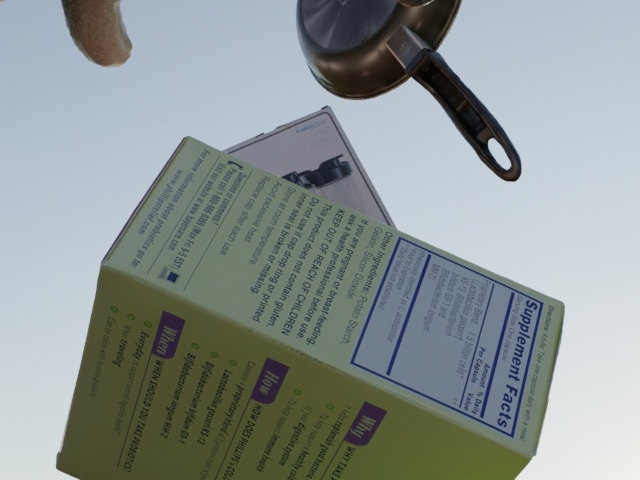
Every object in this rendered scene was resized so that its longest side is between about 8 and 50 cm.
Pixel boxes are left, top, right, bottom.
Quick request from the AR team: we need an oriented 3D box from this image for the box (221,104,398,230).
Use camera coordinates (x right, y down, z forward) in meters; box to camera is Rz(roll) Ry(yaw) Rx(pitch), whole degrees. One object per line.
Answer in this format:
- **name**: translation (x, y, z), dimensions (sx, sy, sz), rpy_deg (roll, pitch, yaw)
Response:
- **box**: translation (0.000, 0.000, 1.325), dimensions (0.169, 0.290, 0.087), rpy_deg (-25, -15, -12)

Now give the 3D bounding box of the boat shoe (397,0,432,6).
- **boat shoe**: translation (0.112, -0.304, 0.736), dimensions (0.113, 0.105, 0.306), rpy_deg (20, -60, -21)

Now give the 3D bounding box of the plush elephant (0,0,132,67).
- **plush elephant**: translation (-0.186, -0.228, 0.727), dimensions (0.255, 0.330, 0.272), rpy_deg (13, 14, -41)

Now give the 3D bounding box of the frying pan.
- **frying pan**: translation (0.054, -0.165, 0.948), dimensions (0.197, 0.326, 0.053), rpy_deg (-27, -31, 37)

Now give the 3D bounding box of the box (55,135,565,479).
- **box**: translation (-0.014, 0.090, 0.656), dimensions (0.243, 0.117, 0.213), rpy_deg (24, -45, 1)
